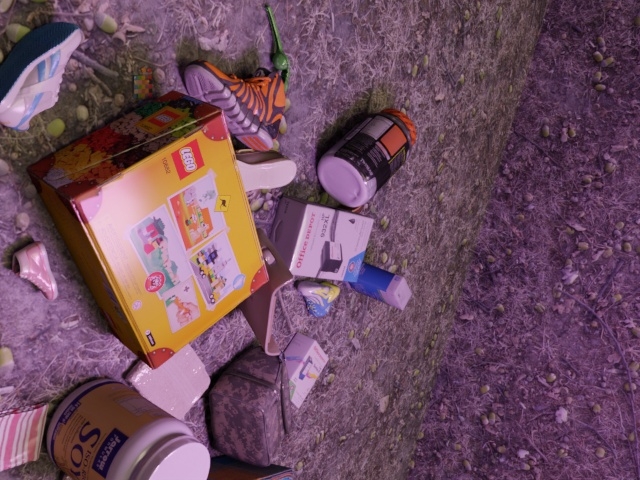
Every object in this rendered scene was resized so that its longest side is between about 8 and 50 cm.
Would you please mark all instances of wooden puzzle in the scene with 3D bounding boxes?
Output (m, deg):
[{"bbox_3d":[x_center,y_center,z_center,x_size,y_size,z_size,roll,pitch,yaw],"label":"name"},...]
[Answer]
[{"bbox_3d":[-0.395,-0.343,1.414,0.049,0.006,0.083,-21,123,-50],"label":"wooden puzzle"}]

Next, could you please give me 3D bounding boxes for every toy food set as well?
[{"bbox_3d":[-0.151,0.147,1.778,0.092,0.220,0.306,-14,136,-26],"label":"toy food set"}]

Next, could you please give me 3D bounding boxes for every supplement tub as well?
[{"bbox_3d":[-0.445,0.490,1.480,0.241,0.331,0.241,-31,131,-45],"label":"supplement tub"},{"bbox_3d":[0.161,-0.281,2.089,0.338,0.207,0.207,-45,140,-33],"label":"supplement tub"}]

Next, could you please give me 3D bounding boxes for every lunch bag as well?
[{"bbox_3d":[-0.197,0.505,1.992,0.256,0.212,0.305,-55,149,-52],"label":"lunch bag"}]

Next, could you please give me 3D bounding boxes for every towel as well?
[{"bbox_3d":[-0.407,0.384,1.745,0.187,0.049,0.282,-51,143,-28],"label":"towel"},{"bbox_3d":[-0.686,0.438,1.377,0.197,0.029,0.144,-1,108,-56],"label":"towel"},{"bbox_3d":[-0.288,0.701,1.892,0.370,0.271,0.040,14,78,-57],"label":"towel"}]

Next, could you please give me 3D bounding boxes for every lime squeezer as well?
[{"bbox_3d":[-0.132,-0.461,1.718,0.109,0.059,0.311,7,104,-24],"label":"lime squeezer"}]

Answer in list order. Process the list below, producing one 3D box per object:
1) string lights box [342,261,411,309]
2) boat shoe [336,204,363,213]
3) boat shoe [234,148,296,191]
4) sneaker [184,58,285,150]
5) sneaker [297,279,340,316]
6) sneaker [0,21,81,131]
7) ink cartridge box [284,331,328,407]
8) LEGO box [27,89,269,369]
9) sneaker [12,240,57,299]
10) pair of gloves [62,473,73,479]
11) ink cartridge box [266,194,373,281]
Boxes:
[{"bbox_3d":[0.189,0.152,2.310,0.077,0.259,0.133,-57,146,-19],"label":"string lights box"},{"bbox_3d":[0.075,-0.075,2.199,0.207,0.073,0.073,-34,129,-33],"label":"boat shoe"},{"bbox_3d":[-0.212,-0.188,1.681,0.304,0.091,0.109,-9,130,-34],"label":"boat shoe"},{"bbox_3d":[-0.203,-0.380,1.589,0.321,0.124,0.180,44,60,-51],"label":"sneaker"},{"bbox_3d":[-0.012,0.209,2.201,0.240,0.091,0.126,10,99,-58],"label":"sneaker"},{"bbox_3d":[-0.523,-0.309,1.181,0.229,0.087,0.092,-54,152,-12],"label":"sneaker"},{"bbox_3d":[-0.080,0.453,2.229,0.212,0.093,0.154,-57,145,-23],"label":"ink cartridge box"},{"bbox_3d":[-0.354,-0.019,1.440,0.372,0.193,0.500,-38,136,-30],"label":"LEGO box"},{"bbox_3d":[-0.591,0.072,1.306,0.070,0.051,0.134,-31,128,-43],"label":"sneaker"},{"bbox_3d":[-0.666,0.664,1.517,0.240,0.042,0.204,-10,112,-56],"label":"pair of gloves"},{"bbox_3d":[0.000,0.000,2.010,0.307,0.129,0.223,10,98,-44],"label":"ink cartridge box"}]
